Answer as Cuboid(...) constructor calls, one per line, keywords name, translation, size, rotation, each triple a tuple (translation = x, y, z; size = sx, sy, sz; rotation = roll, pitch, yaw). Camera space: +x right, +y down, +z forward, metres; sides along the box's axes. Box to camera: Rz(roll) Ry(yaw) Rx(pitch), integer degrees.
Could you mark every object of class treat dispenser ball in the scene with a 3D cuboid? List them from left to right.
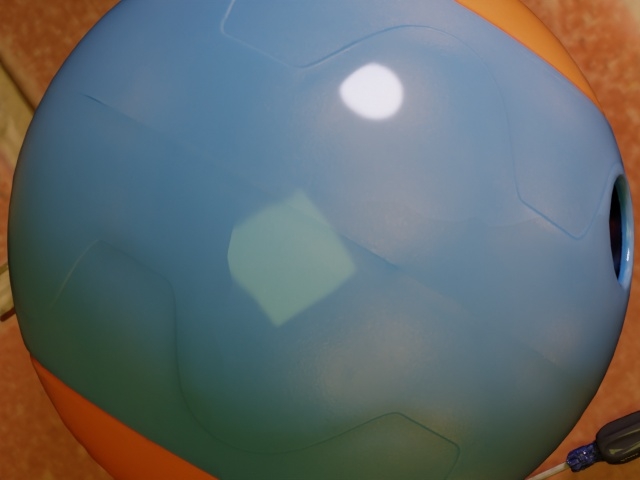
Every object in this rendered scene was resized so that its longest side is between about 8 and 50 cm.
Cuboid(name="treat dispenser ball", translation=(0.000, 0.000, 0.750), size=(0.288, 0.288, 0.288), rotation=(2, 98, 12))

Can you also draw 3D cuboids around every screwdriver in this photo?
Cuboid(name="screwdriver", translation=(0.123, 0.129, 0.876), size=(0.170, 0.025, 0.024), rotation=(-28, 91, 14))
